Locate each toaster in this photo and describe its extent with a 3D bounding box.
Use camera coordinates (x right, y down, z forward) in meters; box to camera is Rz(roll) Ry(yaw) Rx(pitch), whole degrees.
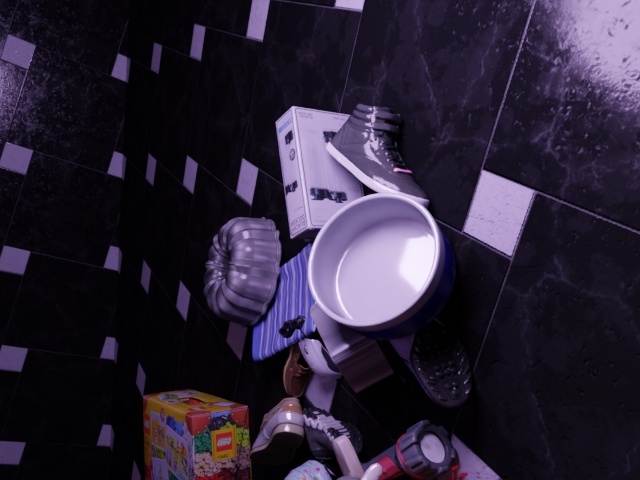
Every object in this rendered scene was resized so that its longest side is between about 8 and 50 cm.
[{"bbox_3d":[0.074,0.211,1.223,0.185,0.110,0.168,59,180,43],"label":"toaster"}]

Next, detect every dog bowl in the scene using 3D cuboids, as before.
[{"bbox_3d":[0.114,0.049,1.104,0.265,0.104,0.264,-14,60,25],"label":"dog bowl"}]

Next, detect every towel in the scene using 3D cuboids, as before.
[{"bbox_3d":[-0.103,0.174,1.574,0.336,0.040,0.243,-37,45,50],"label":"towel"}]

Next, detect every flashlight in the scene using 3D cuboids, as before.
[{"bbox_3d":[0.145,0.467,1.185,0.304,0.103,0.103,-53,51,41],"label":"flashlight"}]

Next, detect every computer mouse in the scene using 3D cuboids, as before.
[{"bbox_3d":[-0.021,0.267,1.403,0.193,0.042,0.106,51,139,-7],"label":"computer mouse"}]

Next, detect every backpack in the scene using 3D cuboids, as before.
[{"bbox_3d":[-0.005,0.611,1.375,0.152,0.115,0.181,-40,74,42],"label":"backpack"}]

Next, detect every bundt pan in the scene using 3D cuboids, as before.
[{"bbox_3d":[-0.243,0.080,1.704,0.331,0.124,0.330,-32,51,50],"label":"bundt pan"}]

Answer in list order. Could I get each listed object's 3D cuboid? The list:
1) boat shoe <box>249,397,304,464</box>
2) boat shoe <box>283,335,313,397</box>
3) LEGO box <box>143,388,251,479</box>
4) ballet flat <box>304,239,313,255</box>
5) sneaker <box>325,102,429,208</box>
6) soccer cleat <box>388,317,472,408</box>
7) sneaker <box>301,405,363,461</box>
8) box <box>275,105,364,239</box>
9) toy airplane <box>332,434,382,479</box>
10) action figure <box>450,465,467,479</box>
[{"bbox_3d":[-0.109,0.520,1.581,0.302,0.113,0.103,125,158,-47],"label":"boat shoe"},{"bbox_3d":[-0.053,0.327,1.520,0.060,0.064,0.177,24,107,57],"label":"boat shoe"},{"bbox_3d":[-0.424,0.720,1.964,0.500,0.193,0.372,-11,81,56],"label":"LEGO box"},{"bbox_3d":[0.000,0.000,1.415,0.091,0.077,0.240,72,176,-59],"label":"ballet flat"},{"bbox_3d":[0.135,-0.186,1.207,0.296,0.105,0.146,44,114,39],"label":"sneaker"},{"bbox_3d":[0.186,0.193,1.142,0.116,0.109,0.318,98,150,-49],"label":"soccer cleat"},{"bbox_3d":[0.029,0.479,1.388,0.234,0.078,0.106,8,99,60],"label":"sneaker"},{"bbox_3d":[0.002,-0.149,1.347,0.087,0.169,0.289,-28,68,53],"label":"box"},{"bbox_3d":[0.129,0.585,1.022,0.386,0.273,0.384,30,125,40],"label":"toy airplane"},{"bbox_3d":[0.254,0.475,1.085,0.038,0.030,0.115,30,119,59],"label":"action figure"}]
